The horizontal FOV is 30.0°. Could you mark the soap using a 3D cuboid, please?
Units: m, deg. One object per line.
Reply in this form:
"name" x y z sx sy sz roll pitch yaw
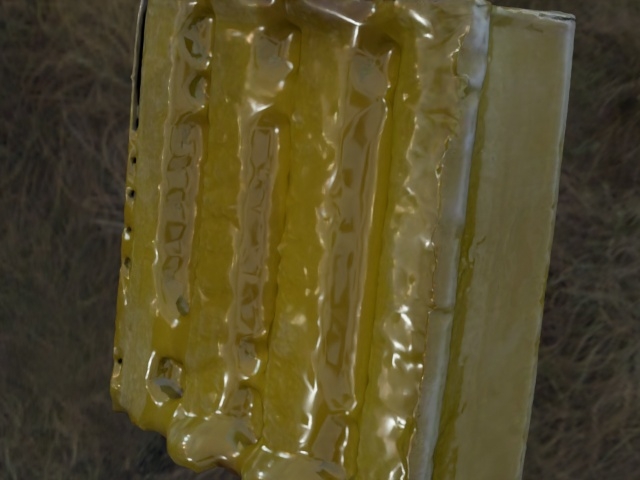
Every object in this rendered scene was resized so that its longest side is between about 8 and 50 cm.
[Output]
"soap" 0.000 0.000 0.790 0.156 0.293 0.335 -4 102 -44
